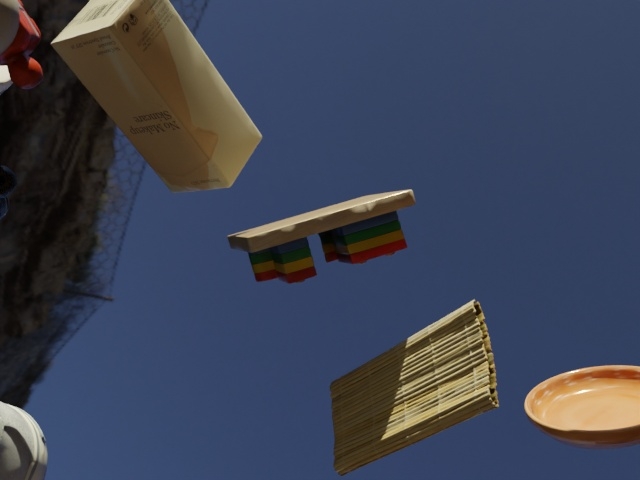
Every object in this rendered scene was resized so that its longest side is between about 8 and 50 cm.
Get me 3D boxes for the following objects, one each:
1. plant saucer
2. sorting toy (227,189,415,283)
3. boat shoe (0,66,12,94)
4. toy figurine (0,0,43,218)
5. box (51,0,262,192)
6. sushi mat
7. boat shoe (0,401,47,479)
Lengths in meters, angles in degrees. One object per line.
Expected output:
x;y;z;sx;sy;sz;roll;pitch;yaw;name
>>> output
0.366;0.216;1.065;0.199;0.200;0.037;-6;-76;31;plant saucer
0.000;0.000;1.314;0.257;0.255;0.090;-17;-86;-12;sorting toy
-0.349;-0.131;0.785;0.066;0.184;0.063;31;-54;-14;boat shoe
-0.295;-0.093;0.530;0.209;0.148;0.213;14;-82;-12;toy figurine
-0.240;-0.225;1.266;0.148;0.121;0.311;-4;-45;38;box
0.120;0.215;1.172;0.316;0.019;0.152;-37;-136;39;sushi mat
-0.218;0.168;0.376;0.079;0.081;0.228;24;-112;19;boat shoe
